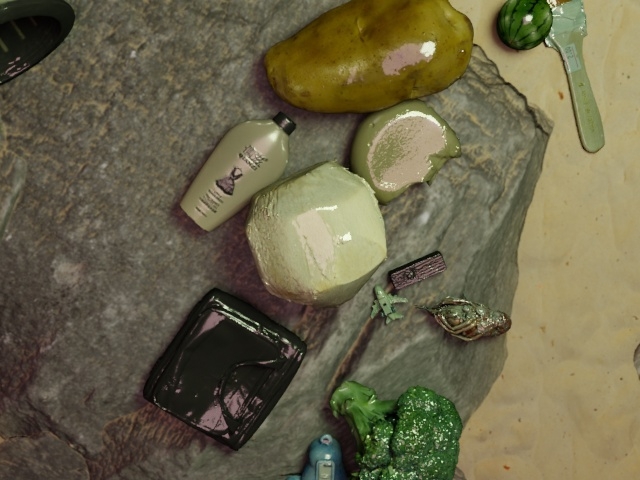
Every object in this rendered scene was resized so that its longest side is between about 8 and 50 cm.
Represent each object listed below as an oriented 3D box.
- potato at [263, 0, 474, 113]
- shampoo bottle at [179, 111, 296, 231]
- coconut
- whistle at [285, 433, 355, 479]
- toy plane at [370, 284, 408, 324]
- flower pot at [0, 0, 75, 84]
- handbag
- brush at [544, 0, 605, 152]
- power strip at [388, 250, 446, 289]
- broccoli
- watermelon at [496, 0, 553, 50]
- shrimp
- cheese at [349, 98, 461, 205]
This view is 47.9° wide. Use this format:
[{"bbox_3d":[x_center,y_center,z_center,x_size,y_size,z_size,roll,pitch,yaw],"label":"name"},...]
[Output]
[{"bbox_3d":[0.083,-0.324,1.244,0.369,0.176,0.196,-14,107,6],"label":"potato"},{"bbox_3d":[-0.143,-0.132,1.318,0.127,0.078,0.257,43,96,-8],"label":"shampoo bottle"},{"bbox_3d":[0.000,0.000,1.261,0.244,0.245,0.247,-24,99,3],"label":"coconut"},{"bbox_3d":[0.007,0.511,1.451,0.180,0.093,0.269,3,107,-2],"label":"whistle"},{"bbox_3d":[0.127,0.124,1.399,0.080,0.033,0.083,-27,101,18],"label":"toy plane"},{"bbox_3d":[-0.611,-0.427,1.146,0.293,0.293,0.330,-33,95,5],"label":"flower pot"},{"bbox_3d":[-0.184,0.254,1.394,0.244,0.088,0.275,33,97,-11],"label":"handbag"},{"bbox_3d":[0.470,-0.323,1.326,0.085,0.020,0.337,-19,101,2],"label":"brush"},{"bbox_3d":[0.187,0.058,1.389,0.111,0.029,0.038,-24,101,3],"label":"power strip"},{"bbox_3d":[0.133,0.375,1.362,0.270,0.270,0.270,35,100,28],"label":"broccoli"},{"bbox_3d":[0.364,-0.390,1.271,0.108,0.109,0.109,0,101,-2],"label":"watermelon"},{"bbox_3d":[0.275,0.147,1.392,0.190,0.075,0.073,16,133,6],"label":"shrimp"},{"bbox_3d":[0.138,-0.158,1.315,0.175,0.091,0.202,43,99,-9],"label":"cheese"}]
